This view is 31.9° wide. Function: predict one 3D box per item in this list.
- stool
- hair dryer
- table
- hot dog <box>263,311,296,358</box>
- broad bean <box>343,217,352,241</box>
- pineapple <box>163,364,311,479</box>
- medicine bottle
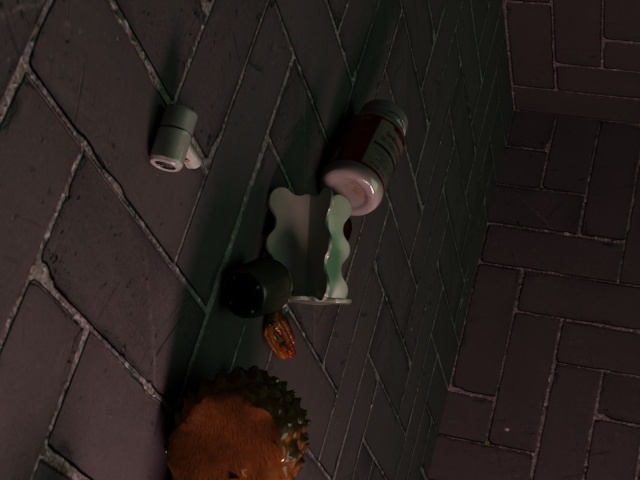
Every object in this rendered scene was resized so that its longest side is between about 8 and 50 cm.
[{"bbox_3d":[-0.105,0.079,1.827,0.110,0.096,0.096,-16,113,-64],"label":"stool"},{"bbox_3d":[-0.191,-0.123,1.544,0.137,0.047,0.082,68,36,-71],"label":"hair dryer"},{"bbox_3d":[-0.021,0.009,1.966,0.166,0.166,0.199,22,70,-72],"label":"table"},{"bbox_3d":[-0.071,0.178,2.062,0.144,0.038,0.062,69,34,-58],"label":"hot dog"},{"bbox_3d":[0.000,0.000,2.136,0.165,0.084,0.114,-39,119,-56],"label":"broad bean"},{"bbox_3d":[-0.110,0.299,1.776,0.357,0.222,0.223,-17,115,-83],"label":"pineapple"},{"bbox_3d":[0.093,-0.170,2.254,0.250,0.131,0.131,-63,155,-43],"label":"medicine bottle"}]
